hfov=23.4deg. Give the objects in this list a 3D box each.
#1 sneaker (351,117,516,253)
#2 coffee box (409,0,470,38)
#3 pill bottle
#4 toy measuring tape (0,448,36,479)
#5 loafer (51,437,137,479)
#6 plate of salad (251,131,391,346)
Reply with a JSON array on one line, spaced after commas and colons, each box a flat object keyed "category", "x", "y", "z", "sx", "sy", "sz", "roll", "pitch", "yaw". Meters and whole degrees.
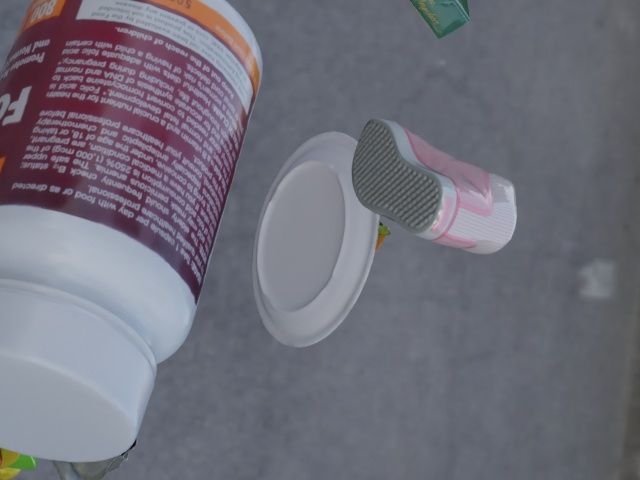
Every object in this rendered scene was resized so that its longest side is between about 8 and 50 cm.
[{"category": "sneaker", "x": 0.069, "y": -0.029, "z": 0.910, "sx": 0.070, "sy": 0.134, "sz": 0.051, "roll": 15, "pitch": 106, "yaw": -26}, {"category": "coffee box", "x": 0.102, "y": -0.298, "z": 1.572, "sx": 0.113, "sy": 0.040, "sz": 0.184, "roll": 48, "pitch": 25, "yaw": -32}, {"category": "pill bottle", "x": -0.197, "y": -0.027, "z": 1.319, "sx": 0.224, "sy": 0.224, "sz": 0.392, "roll": 63, "pitch": 33, "yaw": -50}, {"category": "toy measuring tape", "x": -0.371, "y": 0.152, "z": 1.561, "sx": 0.330, "sy": 0.121, "sz": 0.121, "roll": 80, "pitch": 29, "yaw": -52}, {"category": "loafer", "x": -0.255, "y": 0.237, "z": 1.875, "sx": 0.094, "sy": 0.087, "sz": 0.251, "roll": 64, "pitch": 7, "yaw": -8}, {"category": "plate of salad", "x": 0.000, "y": 0.000, "z": 1.409, "sx": 0.048, "sy": 0.200, "sz": 0.199, "roll": 12, "pitch": 85, "yaw": -33}]
